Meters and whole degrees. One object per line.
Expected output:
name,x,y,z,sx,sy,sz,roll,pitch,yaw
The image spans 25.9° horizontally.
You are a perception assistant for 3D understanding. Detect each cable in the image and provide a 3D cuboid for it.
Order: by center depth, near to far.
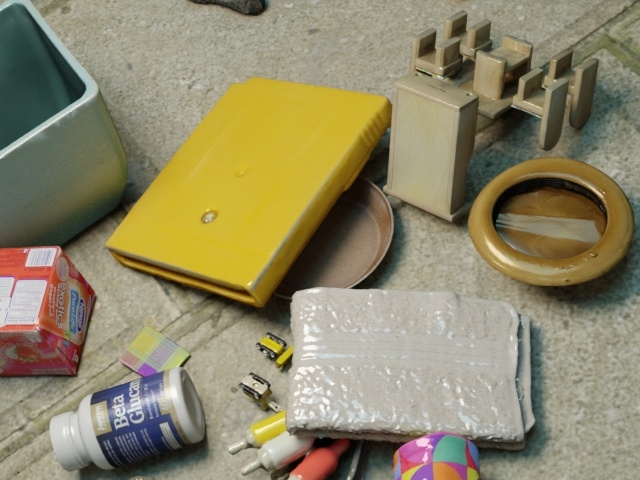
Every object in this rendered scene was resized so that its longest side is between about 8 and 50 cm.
cable,0.039,0.198,1.601,0.287,0.072,0.139,-40,57,-12

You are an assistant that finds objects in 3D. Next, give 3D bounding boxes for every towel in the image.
towel,0.102,0.145,1.591,0.282,0.049,0.187,2,55,1
towel,-0.210,0.146,1.759,0.083,0.009,0.060,27,68,31

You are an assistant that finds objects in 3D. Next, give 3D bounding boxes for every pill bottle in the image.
pill bottle,-0.231,0.218,1.662,0.169,0.094,0.094,-18,53,6

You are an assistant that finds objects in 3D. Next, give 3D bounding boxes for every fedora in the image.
fedora,0.275,-0.009,1.663,0.194,0.079,0.194,-5,56,8

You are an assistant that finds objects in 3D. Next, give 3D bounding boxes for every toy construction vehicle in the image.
toy construction vehicle,-0.050,0.166,1.682,0.098,0.035,0.086,26,56,28

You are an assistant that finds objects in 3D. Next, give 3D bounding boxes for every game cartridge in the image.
game cartridge,-0.091,-0.075,1.814,0.285,0.053,0.324,15,59,42

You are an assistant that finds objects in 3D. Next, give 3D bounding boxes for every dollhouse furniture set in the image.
dollhouse furniture set,0.198,-0.156,1.774,0.212,0.161,0.242,26,40,31

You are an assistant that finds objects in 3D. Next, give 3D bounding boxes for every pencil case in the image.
pencil case,0.132,0.324,1.470,0.104,0.104,0.236,-11,56,11

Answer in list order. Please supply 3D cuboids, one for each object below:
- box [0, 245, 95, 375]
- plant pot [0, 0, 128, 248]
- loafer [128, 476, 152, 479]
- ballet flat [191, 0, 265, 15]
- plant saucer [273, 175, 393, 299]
box,-0.438,0.095,1.799,0.257,0.122,0.128,-3,56,17
plant pot,-0.399,-0.118,1.854,0.247,0.252,0.248,-35,53,-8
loafer,-0.159,0.316,1.601,0.148,0.050,0.056,26,70,14
ballet flat,-0.154,-0.380,2.082,0.173,0.049,0.057,20,64,29
plant saucer,0.000,0.000,1.775,0.198,0.036,0.198,-8,55,12
